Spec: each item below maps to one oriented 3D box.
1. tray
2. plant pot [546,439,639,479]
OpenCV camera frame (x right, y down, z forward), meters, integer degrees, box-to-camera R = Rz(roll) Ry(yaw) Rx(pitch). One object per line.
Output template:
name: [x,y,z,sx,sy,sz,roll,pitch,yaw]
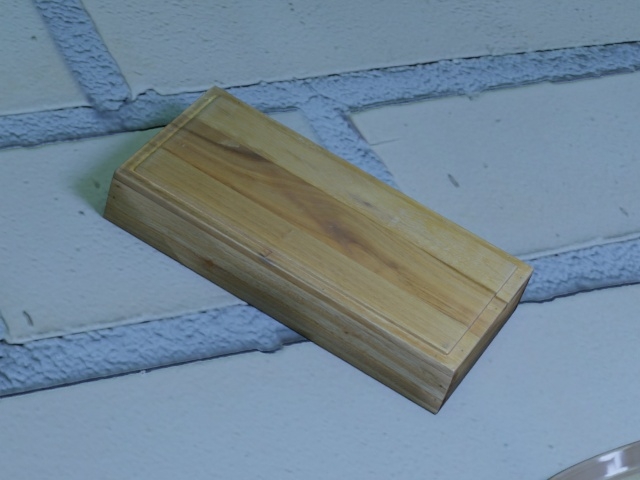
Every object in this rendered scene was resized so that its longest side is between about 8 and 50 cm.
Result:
tray: [0.000,0.000,2.033,0.411,0.076,0.203,30,42,13]
plant pot: [0.328,0.254,1.813,0.237,0.237,0.110,-20,92,-36]
